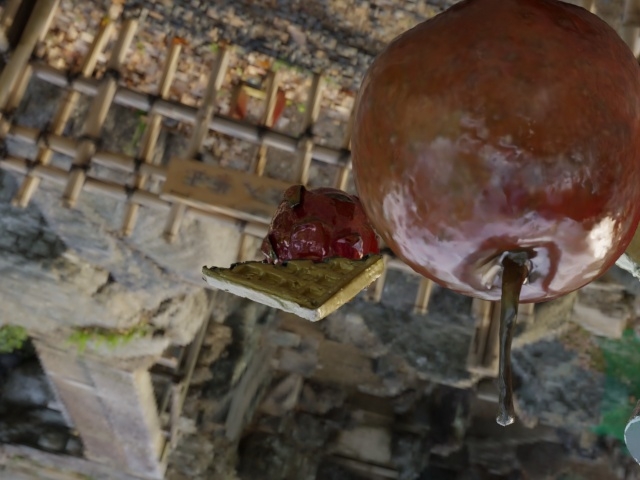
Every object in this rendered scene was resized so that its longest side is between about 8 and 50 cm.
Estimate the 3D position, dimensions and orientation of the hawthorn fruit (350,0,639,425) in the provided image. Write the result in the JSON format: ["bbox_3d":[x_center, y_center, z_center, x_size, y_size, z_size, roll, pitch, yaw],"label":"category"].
[{"bbox_3d":[0.150,-0.066,0.719,0.263,0.231,0.235,43,144,43],"label":"hawthorn fruit"}]

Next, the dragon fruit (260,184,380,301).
[{"bbox_3d":[0.000,0.000,1.017,0.136,0.166,0.133,-30,111,36],"label":"dragon fruit"}]

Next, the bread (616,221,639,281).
[{"bbox_3d":[0.475,-0.041,1.254,0.315,0.316,0.054,22,154,-17],"label":"bread"}]

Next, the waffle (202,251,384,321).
[{"bbox_3d":[-0.027,0.028,0.872,0.152,0.097,0.023,14,128,39],"label":"waffle"}]

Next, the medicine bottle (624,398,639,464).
[{"bbox_3d":[0.259,0.051,0.572,0.090,0.217,0.090,28,146,21],"label":"medicine bottle"}]
